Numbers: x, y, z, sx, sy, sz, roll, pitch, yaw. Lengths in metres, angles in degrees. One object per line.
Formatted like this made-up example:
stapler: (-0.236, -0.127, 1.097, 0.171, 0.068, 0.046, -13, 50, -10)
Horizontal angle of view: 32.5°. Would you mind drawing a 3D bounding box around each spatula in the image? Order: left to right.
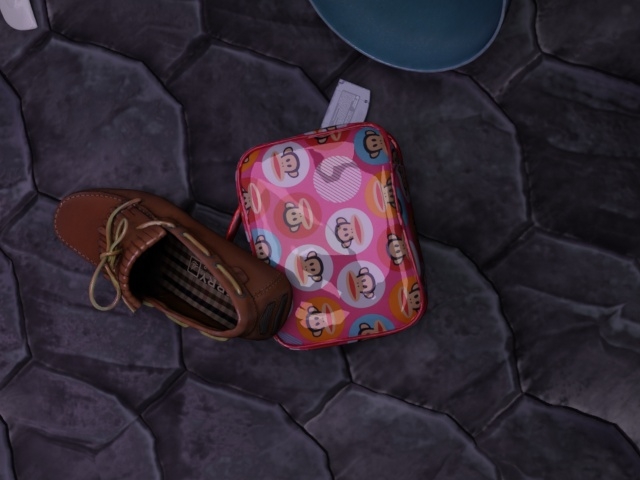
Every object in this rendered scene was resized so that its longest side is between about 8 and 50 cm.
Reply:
spatula: (-0.523, -0.399, 1.574, 0.168, 0.019, 0.242, -15, 101, 9)

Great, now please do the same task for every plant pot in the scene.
plant pot: (0.137, -0.392, 1.419, 0.290, 0.290, 0.195, 30, 55, 6)

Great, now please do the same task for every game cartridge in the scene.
game cartridge: (0.037, -0.178, 1.533, 0.056, 0.017, 0.083, 23, 92, 10)

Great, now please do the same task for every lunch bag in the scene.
lunch bag: (0.000, 0.000, 1.479, 0.258, 0.120, 0.293, -11, 89, 10)

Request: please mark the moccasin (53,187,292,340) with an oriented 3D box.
moccasin: (-0.221, 0.033, 1.453, 0.380, 0.147, 0.139, 32, 111, 27)
